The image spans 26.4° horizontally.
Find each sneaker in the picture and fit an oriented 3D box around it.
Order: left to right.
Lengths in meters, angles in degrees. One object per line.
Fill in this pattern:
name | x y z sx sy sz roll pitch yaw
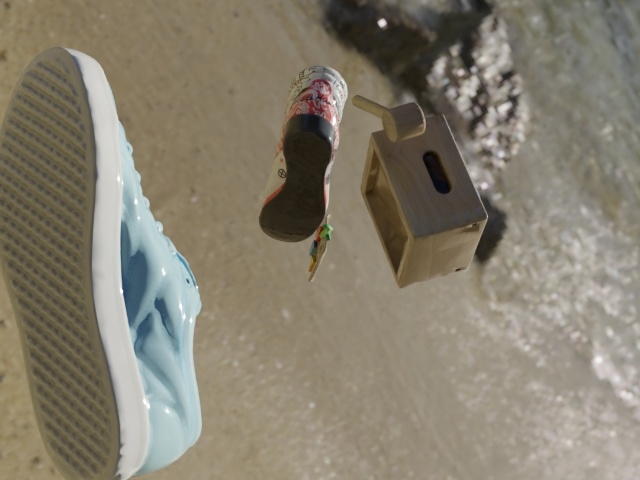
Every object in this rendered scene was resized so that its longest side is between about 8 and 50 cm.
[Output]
sneaker | -0.179 0.021 1.165 0.150 0.135 0.366 -3 87 -55
sneaker | -0.020 -0.121 1.885 0.090 0.270 0.145 13 55 -2

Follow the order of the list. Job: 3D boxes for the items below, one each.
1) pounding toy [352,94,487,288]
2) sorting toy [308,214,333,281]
pounding toy | 0.104 -0.081 1.401 0.206 0.094 0.181 99 -26 -64
sorting toy | 0.000 0.000 1.542 0.012 0.083 0.062 15 48 -7
